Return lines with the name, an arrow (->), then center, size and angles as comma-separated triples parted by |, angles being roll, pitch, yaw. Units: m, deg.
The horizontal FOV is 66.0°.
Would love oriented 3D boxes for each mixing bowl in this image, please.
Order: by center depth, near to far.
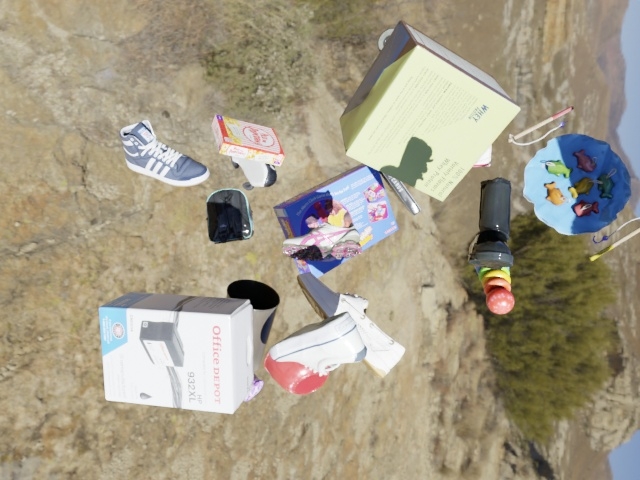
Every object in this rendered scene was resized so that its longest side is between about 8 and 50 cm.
mixing bowl -> -0.043, 0.327, 1.256 | 0.098, 0.181, 0.181 | 60, 1, 40

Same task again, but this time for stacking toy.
stacking toy -> 0.621, 0.124, 1.751 | 0.330, 0.141, 0.141 | -80, 159, -52

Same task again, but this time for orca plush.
orca plush -> -0.207, -0.238, 1.653 | 0.102, 0.287, 0.151 | 7, 95, -37

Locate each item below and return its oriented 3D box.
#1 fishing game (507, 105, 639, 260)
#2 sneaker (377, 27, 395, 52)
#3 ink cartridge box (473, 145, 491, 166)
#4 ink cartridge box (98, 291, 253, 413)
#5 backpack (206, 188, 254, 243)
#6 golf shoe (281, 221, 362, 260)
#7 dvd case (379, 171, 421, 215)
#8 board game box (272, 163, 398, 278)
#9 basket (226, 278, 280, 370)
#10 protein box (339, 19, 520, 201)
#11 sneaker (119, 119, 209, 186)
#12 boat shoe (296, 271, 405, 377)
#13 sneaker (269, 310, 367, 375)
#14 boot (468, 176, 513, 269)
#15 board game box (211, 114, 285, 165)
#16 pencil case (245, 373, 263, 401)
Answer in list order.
fishing game -> 0.452, -0.103, 0.865 | 0.264, 0.189, 0.041 | 63, -1, 10
sneaker -> 0.258, -0.432, 1.249 | 0.267, 0.101, 0.106 | 46, 18, -5
ink cartridge box -> 0.385, -0.284, 1.434 | 0.237, 0.172, 0.100 | -73, 159, -67
ink cartridge box -> -0.317, 0.245, 1.104 | 0.129, 0.307, 0.223 | -35, 127, -76
backpack -> -0.327, -0.092, 1.779 | 0.144, 0.165, 0.188 | -103, -176, -84
golf shoe -> 0.000, 0.000, 1.141 | 0.067, 0.186, 0.086 | 112, -28, -60
dvd case -> 0.179, -0.178, 1.310 | 0.239, 0.029, 0.179 | 53, 8, -6
board game box -> 0.056, -0.066, 1.490 | 0.347, 0.078, 0.233 | -29, 107, -27
basket -> -0.216, 0.258, 1.442 | 0.204, 0.154, 0.227 | -126, -133, -67
protein box -> 0.170, -0.211, 0.822 | 0.200, 0.201, 0.136 | -55, -156, 32
sneaker -> -0.468, -0.260, 1.455 | 0.153, 0.282, 0.099 | 90, 21, -46
boat shoe -> 0.063, 0.157, 1.041 | 0.096, 0.277, 0.098 | -41, 164, -11
sneaker -> -0.013, 0.204, 0.901 | 0.094, 0.258, 0.091 | -26, 86, -34
boot -> 0.191, -0.020, 0.542 | 0.121, 0.045, 0.099 | 18, 80, -72
board game box -> -0.215, -0.297, 1.462 | 0.193, 0.147, 0.045 | 7, 131, -31
pencil case -> -0.268, 0.400, 1.522 | 0.086, 0.206, 0.088 | -27, 147, -49
